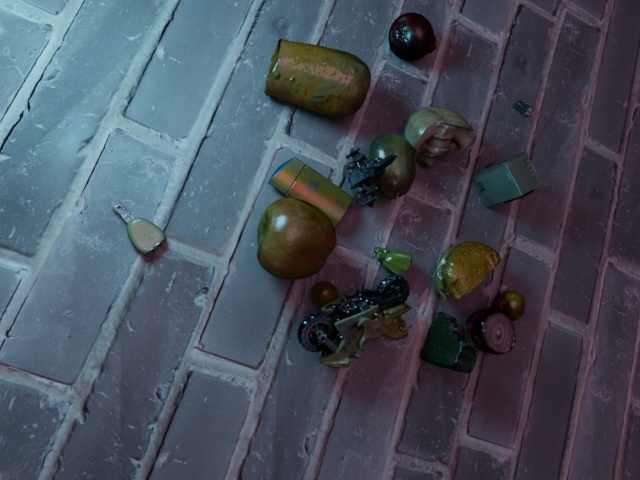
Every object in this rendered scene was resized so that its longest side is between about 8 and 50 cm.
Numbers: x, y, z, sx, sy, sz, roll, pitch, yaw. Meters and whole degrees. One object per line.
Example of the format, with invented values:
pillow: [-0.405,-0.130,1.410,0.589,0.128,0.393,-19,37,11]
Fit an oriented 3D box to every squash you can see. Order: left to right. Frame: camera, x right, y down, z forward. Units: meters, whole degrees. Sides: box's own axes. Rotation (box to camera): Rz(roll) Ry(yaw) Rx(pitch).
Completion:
squash: [0.249,0.071,1.648,0.132,0.105,0.105,21,76,0]

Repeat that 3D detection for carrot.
carrot: [-0.008,-0.557,1.585,0.341,0.224,0.223,14,78,-12]

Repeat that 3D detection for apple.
apple: [-0.075,-0.002,1.464,0.265,0.264,0.264,3,81,-17]
apple: [0.729,0.249,1.762,0.102,0.099,0.114,-26,87,-22]

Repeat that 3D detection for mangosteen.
mangosteen: [0.358,-0.779,1.776,0.200,0.200,0.199,3,81,-17]

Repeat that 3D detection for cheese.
cheese: [-0.570,-0.047,1.423,0.097,0.037,0.192,-43,96,-20]

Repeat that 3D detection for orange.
orange: [0.017,0.182,1.553,0.095,0.085,0.085,34,73,-15]

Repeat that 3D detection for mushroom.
mushroom: [0.426,-0.404,1.739,0.254,0.195,0.188,0,48,-18]

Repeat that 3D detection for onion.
onion: [0.627,0.305,1.699,0.195,0.140,0.217,25,75,-17]

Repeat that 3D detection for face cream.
face cream: [-0.031,-0.173,1.599,0.285,0.067,0.139,34,71,-10]

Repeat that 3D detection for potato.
potato: [0.258,-0.260,1.655,0.175,0.159,0.251,0,70,-17]

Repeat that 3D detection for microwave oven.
microwave oven: [0.717,-0.234,1.775,0.129,0.205,0.162,-28,92,-19]

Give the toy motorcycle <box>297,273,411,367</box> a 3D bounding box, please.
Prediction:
toy motorcycle: [0.127,0.274,1.507,0.411,0.169,0.236,-25,122,-15]

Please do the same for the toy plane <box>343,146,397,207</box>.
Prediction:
toy plane: [0.160,-0.228,1.531,0.105,0.326,0.222,-17,87,-16]

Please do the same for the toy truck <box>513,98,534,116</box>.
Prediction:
toy truck: [0.866,-0.564,1.964,0.083,0.039,0.044,39,89,-7]

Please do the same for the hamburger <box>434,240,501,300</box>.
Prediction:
hamburger: [0.526,0.088,1.701,0.283,0.144,0.156,-38,87,-24]

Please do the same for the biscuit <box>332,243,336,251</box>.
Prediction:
biscuit: [0.000,0.000,1.610,0.120,0.015,0.120,3,80,-17]

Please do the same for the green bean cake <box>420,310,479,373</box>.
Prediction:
green bean cake: [0.465,0.355,1.605,0.107,0.208,0.193,31,76,-14]
